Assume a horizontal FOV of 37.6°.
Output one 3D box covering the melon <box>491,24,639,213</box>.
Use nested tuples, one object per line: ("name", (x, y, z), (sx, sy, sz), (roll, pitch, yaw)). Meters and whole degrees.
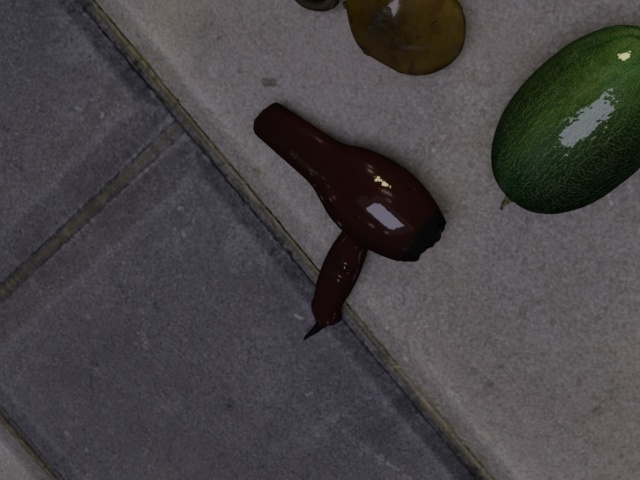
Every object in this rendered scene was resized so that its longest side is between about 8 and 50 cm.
("melon", (0.325, -0.141, 1.184), (0.182, 0.182, 0.288), (45, 112, -1))

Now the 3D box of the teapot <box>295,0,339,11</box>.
("teapot", (-0.049, -0.420, 1.225), (0.175, 0.185, 0.267), (22, 145, 44))

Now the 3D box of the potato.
("potato", (0.109, -0.293, 1.234), (0.176, 0.137, 0.137), (39, 114, -1))

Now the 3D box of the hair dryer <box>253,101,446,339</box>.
("hair dryer", (0.000, 0.000, 1.393), (0.313, 0.123, 0.340), (34, 125, 16))
